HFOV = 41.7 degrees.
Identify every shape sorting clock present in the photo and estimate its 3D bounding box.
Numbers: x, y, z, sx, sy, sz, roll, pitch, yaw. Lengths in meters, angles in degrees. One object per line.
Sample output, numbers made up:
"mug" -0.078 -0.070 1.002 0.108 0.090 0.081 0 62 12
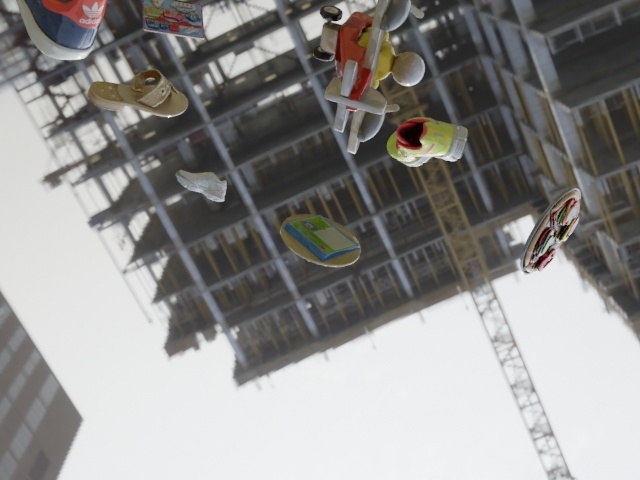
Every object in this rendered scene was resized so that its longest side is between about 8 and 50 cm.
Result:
"shape sorting clock" 0.000 0.000 2.071 0.206 0.206 0.040 -64 178 -61

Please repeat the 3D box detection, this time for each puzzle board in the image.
"puzzle board" -0.308 -0.471 1.764 0.128 0.096 0.011 4 152 -22

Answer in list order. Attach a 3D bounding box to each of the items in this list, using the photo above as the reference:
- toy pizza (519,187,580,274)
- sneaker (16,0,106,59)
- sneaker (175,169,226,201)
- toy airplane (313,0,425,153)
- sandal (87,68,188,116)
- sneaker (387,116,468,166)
"toy pizza" 0.468 -0.013 1.682 0.032 0.201 0.201 35 -124 28
"sneaker" -0.439 -0.454 1.307 0.131 0.350 0.148 -26 165 -50
"sneaker" -0.316 -0.158 2.235 0.053 0.152 0.061 -6 -116 52
"toy airplane" 0.133 -0.429 2.100 0.272 0.385 0.386 4 176 -9
"sandal" -0.350 -0.310 1.707 0.240 0.088 0.079 -7 146 -46
"sneaker" 0.163 -0.180 1.460 0.094 0.082 0.208 13 175 -25
